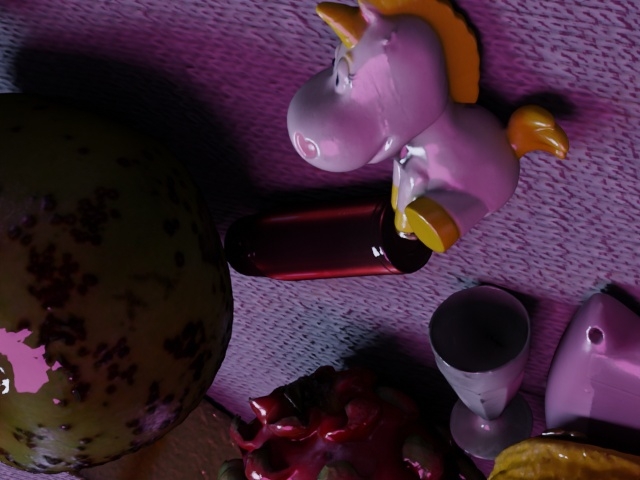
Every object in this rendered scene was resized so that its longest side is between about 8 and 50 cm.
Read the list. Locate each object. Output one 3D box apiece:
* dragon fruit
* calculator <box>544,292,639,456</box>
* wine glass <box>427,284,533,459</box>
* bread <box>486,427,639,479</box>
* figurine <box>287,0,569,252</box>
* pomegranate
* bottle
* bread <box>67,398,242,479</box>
[{"bbox_3d":[0.028,0.201,1.551,0.218,0.198,0.273,-9,170,4],"label":"dragon fruit"},{"bbox_3d":[0.251,0.140,1.387,0.194,0.043,0.294,18,154,13],"label":"calculator"},{"bbox_3d":[0.122,0.098,1.400,0.073,0.073,0.155,16,155,19],"label":"wine glass"},{"bbox_3d":[0.230,0.242,1.394,0.270,0.142,0.195,13,156,11],"label":"bread"},{"bbox_3d":[0.052,-0.081,1.140,0.130,0.109,0.178,-34,119,30],"label":"figurine"},{"bbox_3d":[-0.224,0.066,1.324,0.285,0.341,0.285,34,151,21],"label":"pomegranate"},{"bbox_3d":[0.000,0.000,1.338,0.164,0.060,0.060,-5,140,45],"label":"bottle"},{"bbox_3d":[-0.198,0.191,1.756,0.240,0.135,0.178,36,151,-23],"label":"bread"}]
